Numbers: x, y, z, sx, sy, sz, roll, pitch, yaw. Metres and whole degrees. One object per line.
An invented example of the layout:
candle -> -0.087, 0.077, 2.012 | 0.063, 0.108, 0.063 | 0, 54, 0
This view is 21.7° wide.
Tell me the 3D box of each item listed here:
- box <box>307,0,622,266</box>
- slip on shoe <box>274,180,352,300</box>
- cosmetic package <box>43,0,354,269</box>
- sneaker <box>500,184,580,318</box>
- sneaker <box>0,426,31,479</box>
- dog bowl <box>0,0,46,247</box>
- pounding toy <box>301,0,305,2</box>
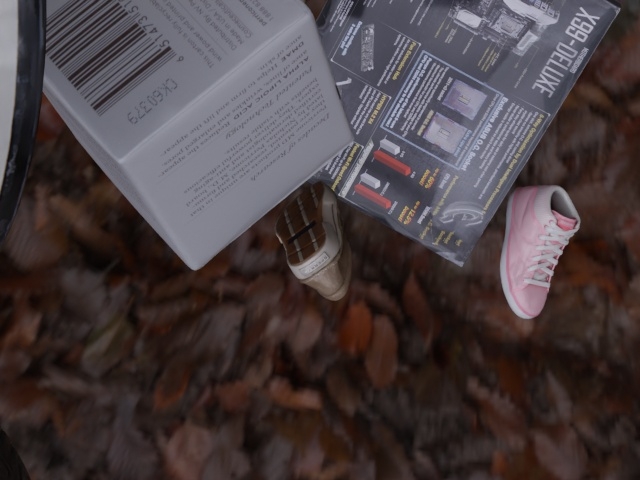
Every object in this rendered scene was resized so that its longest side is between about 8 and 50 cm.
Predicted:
box -> 0.108, -0.163, 1.597 | 0.242, 0.076, 0.307 | 29, 115, 0
slip on shoe -> 0.000, 0.000, 1.218 | 0.051, 0.135, 0.041 | -37, 111, 8
cosmetic package -> -0.091, -0.106, 1.104 | 0.151, 0.183, 0.151 | -40, 67, -6
sneaker -> 0.217, 0.007, 1.640 | 0.051, 0.070, 0.134 | 12, 74, -36
sneaker -> -0.318, 0.168, 1.277 | 0.130, 0.087, 0.227 | -39, 105, 10
dog bowl -> -0.290, -0.146, 0.734 | 0.408, 0.150, 0.408 | 21, 119, 46
pounding toy -> -0.070, -0.206, 1.384 | 0.094, 0.181, 0.206 | 14, 137, 12
